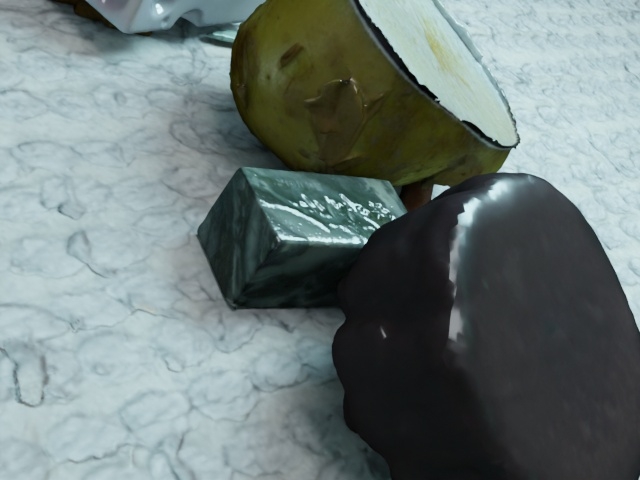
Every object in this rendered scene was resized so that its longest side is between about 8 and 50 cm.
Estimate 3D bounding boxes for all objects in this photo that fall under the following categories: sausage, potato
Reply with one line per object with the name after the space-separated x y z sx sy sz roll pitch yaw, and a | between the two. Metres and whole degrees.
0.101 -0.049 1.102 0.042 0.036 0.158 22 37 -6 | sausage
0.042 -0.147 1.042 0.300 0.196 0.246 23 42 -47 | potato

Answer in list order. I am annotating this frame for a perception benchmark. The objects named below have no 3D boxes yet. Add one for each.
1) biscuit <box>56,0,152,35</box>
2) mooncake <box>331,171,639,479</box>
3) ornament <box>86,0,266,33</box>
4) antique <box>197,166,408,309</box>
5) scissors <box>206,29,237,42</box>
-0.223 -0.254 1.078 0.130 0.019 0.119 35 35 -3 | biscuit
0.138 0.092 0.834 0.283 0.141 0.282 17 64 -38 | mooncake
-0.156 -0.379 1.059 0.240 0.239 0.239 41 29 15 | ornament
0.000 0.000 0.914 0.183 0.086 0.088 2 48 -39 | antique
0.024 -0.233 1.258 0.384 0.029 0.256 -18 61 -48 | scissors
